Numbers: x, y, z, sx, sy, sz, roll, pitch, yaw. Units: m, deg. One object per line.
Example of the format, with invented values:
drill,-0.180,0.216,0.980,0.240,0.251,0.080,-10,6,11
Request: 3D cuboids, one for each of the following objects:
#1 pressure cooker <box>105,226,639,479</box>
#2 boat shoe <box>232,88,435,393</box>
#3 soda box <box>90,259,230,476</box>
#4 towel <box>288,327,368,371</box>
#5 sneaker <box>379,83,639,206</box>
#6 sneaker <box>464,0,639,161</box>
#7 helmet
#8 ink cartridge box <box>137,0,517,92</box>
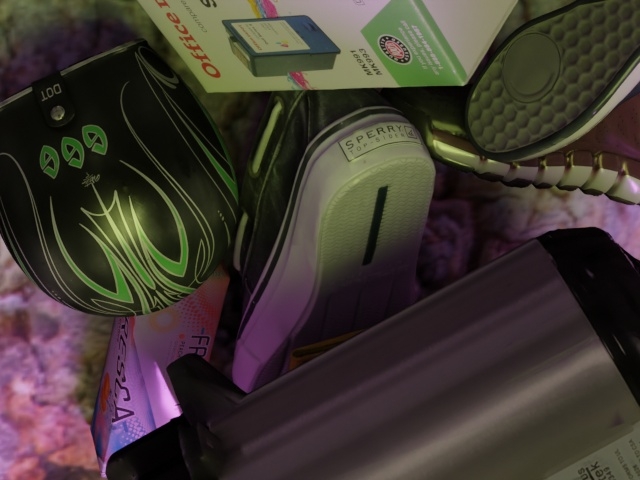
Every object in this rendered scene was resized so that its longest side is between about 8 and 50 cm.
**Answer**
pressure cooker,0.073,0.227,1.206,0.420,0.370,0.375,-30,132,3
boat shoe,0.000,0.000,1.322,0.121,0.119,0.335,-12,148,-24
soda box,-0.116,0.082,1.378,0.063,0.058,0.183,4,122,-19
towel,0.021,0.128,1.407,0.102,0.021,0.237,-17,152,-13
sneaker,0.178,-0.118,1.313,0.281,0.106,0.163,10,110,-28
sneaker,0.213,-0.114,1.228,0.226,0.086,0.163,-38,152,26
helmet,-0.130,-0.031,1.230,0.169,0.169,0.162,-26,93,2
ink cartridge box,-0.013,-0.170,1.137,0.154,0.212,0.093,54,56,-36
